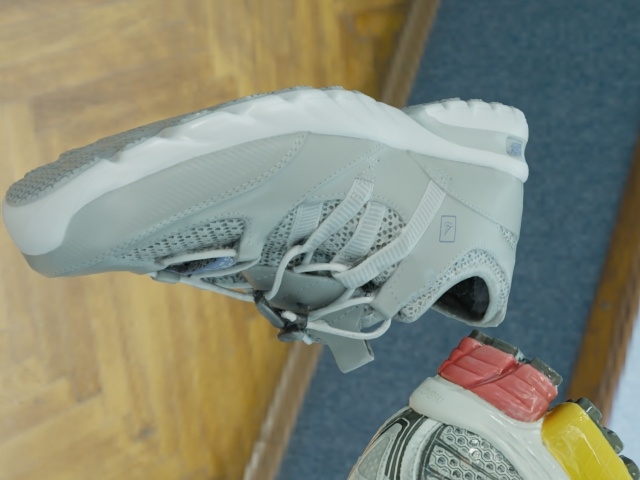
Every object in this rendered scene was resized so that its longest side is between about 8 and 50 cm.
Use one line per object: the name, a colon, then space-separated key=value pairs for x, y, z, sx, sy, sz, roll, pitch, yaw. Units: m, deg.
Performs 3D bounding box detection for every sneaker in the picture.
sneaker: x=0.000 y=0.000 z=0.631 sx=0.281 sy=0.105 sz=0.115 roll=-5 pitch=87 yaw=-43
sneaker: x=0.081 y=0.138 z=0.503 sx=0.092 sy=0.088 sz=0.225 roll=-40 pitch=109 yaw=-11
